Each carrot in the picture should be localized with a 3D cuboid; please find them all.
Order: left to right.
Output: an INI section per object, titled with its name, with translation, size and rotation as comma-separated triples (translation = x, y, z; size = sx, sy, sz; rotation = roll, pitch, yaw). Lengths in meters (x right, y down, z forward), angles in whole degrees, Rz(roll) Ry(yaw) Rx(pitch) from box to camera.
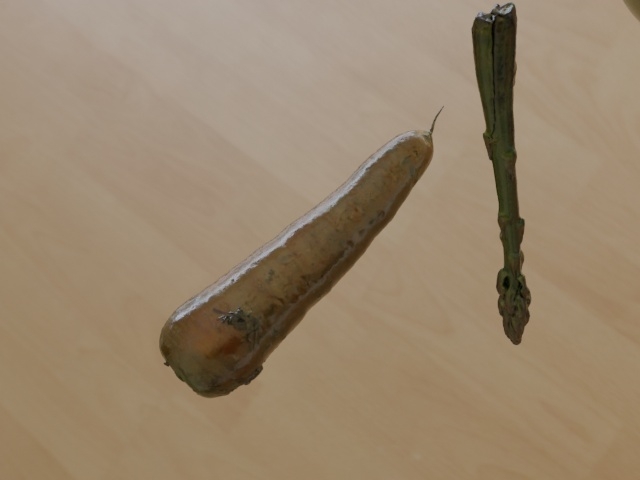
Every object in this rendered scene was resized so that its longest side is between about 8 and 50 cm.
[carrot]
translation = 0.000, 0.000, 1.139
size = 0.298, 0.078, 0.078
rotation = -45, 61, -13

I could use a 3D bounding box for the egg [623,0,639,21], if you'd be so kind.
[egg]
translation = 0.399, -0.300, 1.509
size = 0.219, 0.219, 0.269
rotation = -3, 30, 24

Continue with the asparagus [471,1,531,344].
[asparagus]
translation = 0.101, -0.029, 0.821
size = 0.022, 0.233, 0.023
rotation = 12, 46, 24
